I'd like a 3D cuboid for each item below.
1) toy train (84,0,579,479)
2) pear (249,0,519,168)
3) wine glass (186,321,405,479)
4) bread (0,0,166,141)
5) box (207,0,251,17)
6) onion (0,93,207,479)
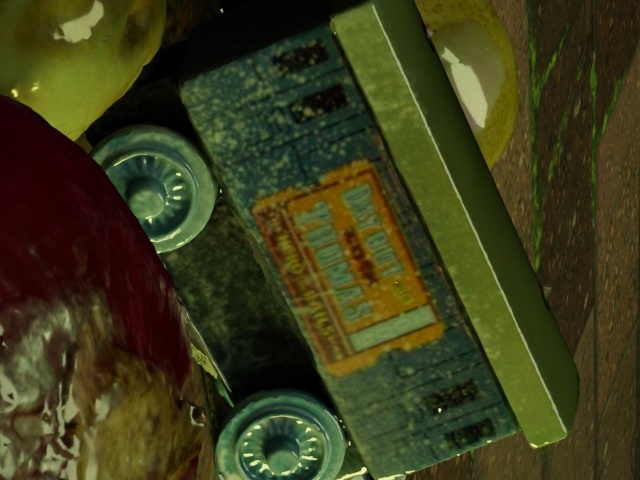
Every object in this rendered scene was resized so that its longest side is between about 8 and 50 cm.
[{"bbox_3d":[0.000,0.000,1.037,0.131,0.202,0.299,-92,157,-65],"label":"toy train"},{"bbox_3d":[0.024,-0.088,1.139,0.178,0.178,0.178,10,90,-71],"label":"pear"},{"bbox_3d":[-0.010,0.086,1.253,0.196,0.165,0.165,90,20,-45],"label":"wine glass"},{"bbox_3d":[-0.138,-0.145,0.776,0.267,0.130,0.152,74,24,-47],"label":"bread"},{"bbox_3d":[-0.033,-0.226,1.189,0.201,0.042,0.212,74,31,-51],"label":"box"},{"bbox_3d":[-0.164,0.036,0.688,0.207,0.216,0.206,17,79,-64],"label":"onion"}]
